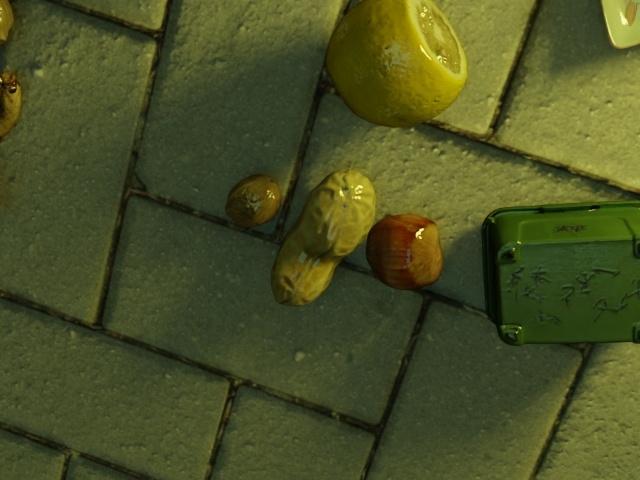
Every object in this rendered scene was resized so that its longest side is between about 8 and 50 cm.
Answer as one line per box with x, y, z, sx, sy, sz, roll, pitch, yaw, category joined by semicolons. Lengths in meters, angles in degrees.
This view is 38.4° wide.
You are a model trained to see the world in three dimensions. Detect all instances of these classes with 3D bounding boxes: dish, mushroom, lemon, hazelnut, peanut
0.582;-0.425;1.555;0.212;0.077;0.151;-13;107;16;dish
-0.700;-0.163;1.882;0.301;0.208;0.233;-23;143;8;mushroom
0.121;-0.309;1.613;0.219;0.240;0.240;-26;101;31;lemon
0.163;0.022;1.774;0.150;0.150;0.150;4;109;11;hazelnut
0.000;0.000;1.786;0.147;0.147;0.305;36;113;-1;peanut

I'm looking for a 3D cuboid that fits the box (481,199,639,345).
0.463;0.072;1.693;0.328;0.178;0.253;-3;109;13;box

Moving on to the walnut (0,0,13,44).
-0.687;-0.441;1.786;0.184;0.155;0.155;33;112;-2;walnut

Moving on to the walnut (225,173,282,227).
-0.134;-0.077;1.814;0.124;0.105;0.105;-34;98;21;walnut
